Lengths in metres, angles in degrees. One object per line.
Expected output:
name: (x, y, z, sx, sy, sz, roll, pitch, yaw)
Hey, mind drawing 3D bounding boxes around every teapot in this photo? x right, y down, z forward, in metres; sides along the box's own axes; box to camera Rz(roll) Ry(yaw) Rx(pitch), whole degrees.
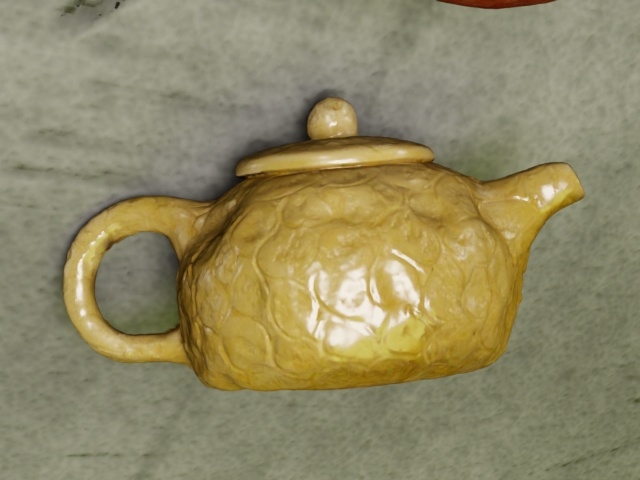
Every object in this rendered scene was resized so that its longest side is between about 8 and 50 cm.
teapot: (0.000, 0.000, 0.774, 0.311, 0.167, 0.203, -5, 179, 6)

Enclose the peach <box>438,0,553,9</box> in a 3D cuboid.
peach: (0.086, -0.210, 0.558, 0.232, 0.256, 0.232, -24, 131, -31)
